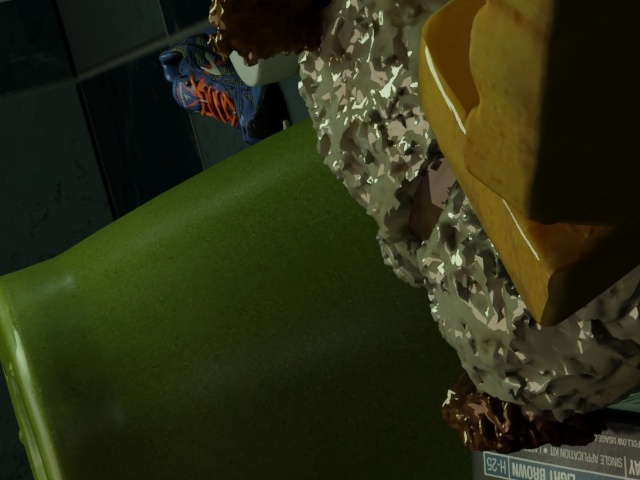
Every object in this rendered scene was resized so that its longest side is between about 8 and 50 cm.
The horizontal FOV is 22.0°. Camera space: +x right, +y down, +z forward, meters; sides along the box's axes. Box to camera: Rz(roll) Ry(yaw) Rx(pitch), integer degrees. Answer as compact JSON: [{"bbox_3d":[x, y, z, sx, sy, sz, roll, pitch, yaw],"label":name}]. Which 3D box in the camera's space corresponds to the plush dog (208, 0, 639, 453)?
[{"bbox_3d":[0.085,-0.035,0.695,0.225,0.211,0.262,58,135,33],"label":"plush dog"}]

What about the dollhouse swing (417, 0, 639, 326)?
[{"bbox_3d":[0.072,-0.237,0.504,0.305,0.315,0.346,41,151,29],"label":"dollhouse swing"}]

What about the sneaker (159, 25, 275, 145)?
[{"bbox_3d":[-0.104,-0.150,1.685,0.221,0.087,0.083,-129,25,-58],"label":"sneaker"}]

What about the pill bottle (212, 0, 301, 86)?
[{"bbox_3d":[0.039,-0.148,0.906,0.112,0.187,0.112,163,90,-76],"label":"pill bottle"}]

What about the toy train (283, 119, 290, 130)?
[{"bbox_3d":[0.000,0.000,1.453,0.143,0.105,0.248,-106,3,-76],"label":"toy train"}]

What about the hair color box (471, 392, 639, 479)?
[{"bbox_3d":[0.172,0.242,0.767,0.174,0.105,0.347,2,98,51],"label":"hair color box"}]

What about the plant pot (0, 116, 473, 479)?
[{"bbox_3d":[-0.003,0.090,1.000,0.366,0.353,0.366,163,90,-77],"label":"plant pot"}]

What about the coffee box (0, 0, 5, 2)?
[{"bbox_3d":[-0.288,-0.439,1.544,0.338,0.338,0.334,-128,26,-60],"label":"coffee box"}]
